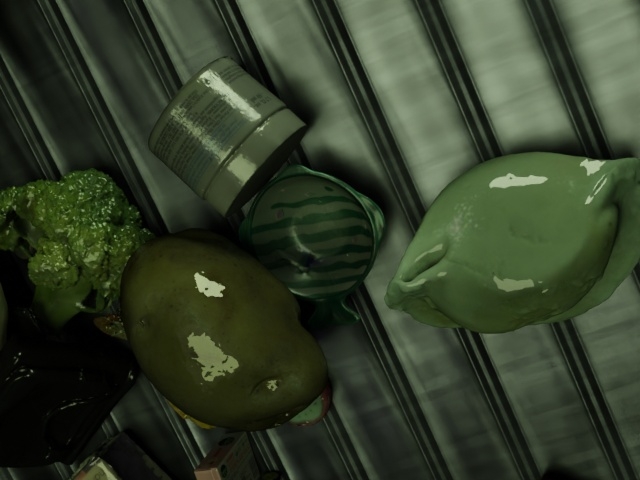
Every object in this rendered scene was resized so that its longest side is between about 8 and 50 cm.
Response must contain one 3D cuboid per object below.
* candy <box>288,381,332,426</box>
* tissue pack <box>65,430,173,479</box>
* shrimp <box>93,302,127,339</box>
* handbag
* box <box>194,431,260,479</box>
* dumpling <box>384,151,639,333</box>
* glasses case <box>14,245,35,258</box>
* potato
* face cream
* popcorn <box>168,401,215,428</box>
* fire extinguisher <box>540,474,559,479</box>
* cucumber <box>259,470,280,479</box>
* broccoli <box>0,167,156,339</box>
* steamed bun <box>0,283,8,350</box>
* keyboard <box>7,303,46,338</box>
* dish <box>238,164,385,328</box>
[{"bbox_3d":[-0.031,0.244,1.512,0.103,0.043,0.103,6,112,15],"label":"candy"},{"bbox_3d":[-0.311,0.524,1.650,0.344,0.125,0.242,44,115,0],"label":"tissue pack"},{"bbox_3d":[-0.310,0.127,1.508,0.099,0.180,0.041,15,70,-1],"label":"shrimp"},{"bbox_3d":[-0.453,0.275,1.570,0.275,0.244,0.088,-53,46,23],"label":"handbag"},{"bbox_3d":[-0.149,0.377,1.549,0.043,0.125,0.089,-12,103,21],"label":"box"},{"bbox_3d":[0.257,0.027,1.258,0.321,0.212,0.269,1,112,28],"label":"dumpling"},{"bbox_3d":[-0.482,-0.006,1.581,0.032,0.021,0.083,30,114,4],"label":"glasses case"},{"bbox_3d":[-0.145,0.128,1.338,0.326,0.243,0.221,46,111,2],"label":"potato"},{"bbox_3d":[-0.130,-0.145,1.337,0.153,0.177,0.177,43,115,2],"label":"face cream"},{"bbox_3d":[-0.170,0.221,1.500,0.148,0.152,0.167,-36,68,-8],"label":"popcorn"},{"bbox_3d":[0.423,0.432,1.402,0.231,0.099,0.071,22,134,10],"label":"fire extinguisher"},{"bbox_3d":[-0.074,0.465,1.606,0.039,0.043,0.163,-16,111,-22],"label":"cucumber"},{"bbox_3d":[-0.413,0.023,1.480,0.302,0.186,0.254,-32,104,19],"label":"broccoli"},{"bbox_3d":[-0.679,0.088,1.520,0.339,0.247,0.352,30,131,29],"label":"steamed bun"},{"bbox_3d":[-0.504,0.131,1.582,0.196,0.018,0.060,-1,121,53],"label":"keyboard"},{"bbox_3d":[0.000,0.000,1.399,0.224,0.078,0.246,-9,104,20],"label":"dish"}]
